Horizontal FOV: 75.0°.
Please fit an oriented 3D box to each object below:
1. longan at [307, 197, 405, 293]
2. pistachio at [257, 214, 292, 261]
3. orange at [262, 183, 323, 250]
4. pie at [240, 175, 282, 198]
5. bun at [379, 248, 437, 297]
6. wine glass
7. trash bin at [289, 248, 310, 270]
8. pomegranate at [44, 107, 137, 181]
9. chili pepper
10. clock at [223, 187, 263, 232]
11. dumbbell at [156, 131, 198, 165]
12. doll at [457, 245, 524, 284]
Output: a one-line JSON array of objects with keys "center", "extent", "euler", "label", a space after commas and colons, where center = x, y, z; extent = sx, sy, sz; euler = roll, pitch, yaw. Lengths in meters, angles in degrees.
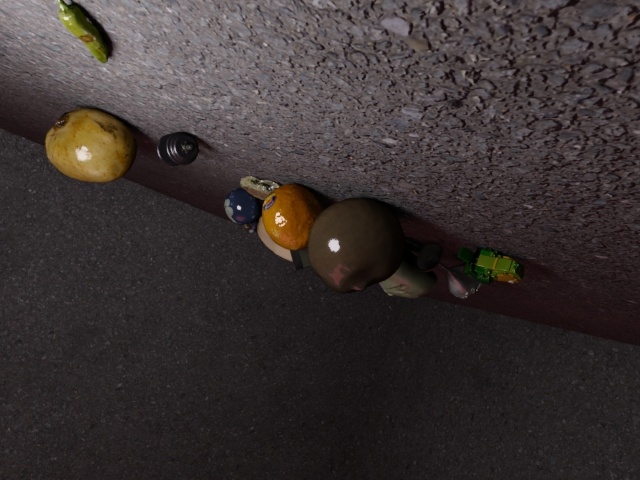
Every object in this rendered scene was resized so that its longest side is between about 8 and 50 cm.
[{"center": [0.103, 0.015, 1.245], "extent": [0.297, 0.297, 0.297], "euler": [19, 173, 3], "label": "longan"}, {"center": [-0.121, -0.032, 1.734], "extent": [0.309, 0.229, 0.230], "euler": [17, 172, 36], "label": "pistachio"}, {"center": [-0.090, -0.074, 1.359], "extent": [0.219, 0.193, 0.219], "euler": [29, -146, -22], "label": "orange"}, {"center": [-0.186, -0.175, 1.530], "extent": [0.218, 0.052, 0.185], "euler": [14, 169, 23], "label": "pie"}, {"center": [0.313, 0.133, 1.686], "extent": [0.293, 0.187, 0.293], "euler": [36, -168, -9], "label": "bun"}, {"center": [0.471, 0.105, 1.546], "extent": [0.232, 0.156, 0.156], "euler": [29, 169, -30], "label": "wine glass"}, {"center": [0.000, 0.000, 1.531], "extent": [0.241, 0.122, 0.164], "euler": [-15, -156, -5], "label": "trash bin"}, {"center": [-0.732, -0.300, 1.339], "extent": [0.261, 0.260, 0.260], "euler": [19, 173, 3], "label": "pomegranate"}, {"center": [-0.426, -0.371, 0.778], "extent": [0.049, 0.043, 0.208], "euler": [8, 175, -8], "label": "chili pepper"}, {"center": [-0.323, -0.139, 1.789], "extent": [0.199, 0.147, 0.243], "euler": [62, -178, 6], "label": "clock"}, {"center": [-0.433, -0.276, 1.261], "extent": [0.099, 0.099, 0.209], "euler": [26, 169, -39], "label": "dumbbell"}, {"center": [0.536, 0.081, 1.305], "extent": [0.186, 0.106, 0.134], "euler": [15, 160, 32], "label": "doll"}]
